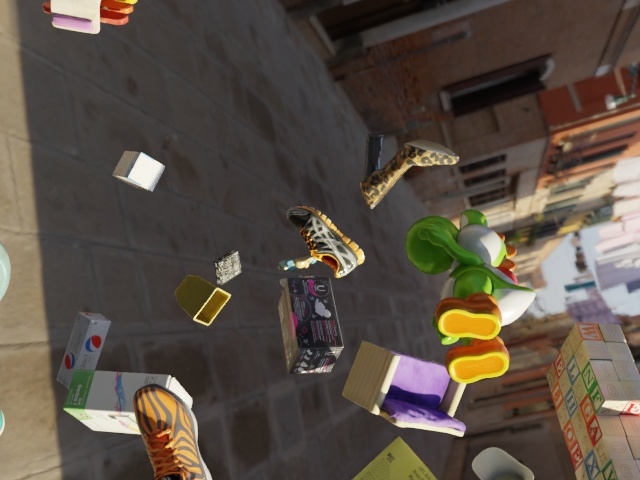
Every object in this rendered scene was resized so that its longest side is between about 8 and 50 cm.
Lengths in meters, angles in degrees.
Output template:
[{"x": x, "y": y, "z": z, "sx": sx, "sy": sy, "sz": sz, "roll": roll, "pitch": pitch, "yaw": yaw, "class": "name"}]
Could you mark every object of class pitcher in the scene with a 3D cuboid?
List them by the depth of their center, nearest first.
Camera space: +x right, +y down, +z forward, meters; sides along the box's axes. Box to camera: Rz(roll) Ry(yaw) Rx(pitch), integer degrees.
[{"x": 0.374, "y": 0.512, "z": 1.334, "sx": 0.125, "sy": 0.177, "sz": 0.207, "roll": -30, "pitch": 121, "yaw": -31, "class": "pitcher"}]

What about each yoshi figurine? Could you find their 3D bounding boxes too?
[{"x": 0.229, "y": 0.069, "z": 1.263, "sx": 0.203, "sy": 0.203, "sz": 0.362, "roll": 33, "pitch": 33, "yaw": -14, "class": "yoshi figurine"}]

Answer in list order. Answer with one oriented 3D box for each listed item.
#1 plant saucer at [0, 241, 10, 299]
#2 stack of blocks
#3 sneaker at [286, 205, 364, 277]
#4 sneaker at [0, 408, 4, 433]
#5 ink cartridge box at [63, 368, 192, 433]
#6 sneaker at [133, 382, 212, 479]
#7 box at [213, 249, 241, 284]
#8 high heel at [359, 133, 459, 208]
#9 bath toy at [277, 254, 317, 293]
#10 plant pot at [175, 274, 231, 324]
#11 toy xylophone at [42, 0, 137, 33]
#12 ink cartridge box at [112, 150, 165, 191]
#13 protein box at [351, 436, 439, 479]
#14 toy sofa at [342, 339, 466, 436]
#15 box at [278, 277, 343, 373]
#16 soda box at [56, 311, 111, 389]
[{"x": -0.734, "y": 0.083, "z": 1.549, "sx": 0.195, "sy": 0.037, "sz": 0.195, "roll": 10, "pitch": 90, "yaw": -71, "class": "plant saucer"}, {"x": 0.506, "y": 0.315, "z": 1.273, "sx": 0.297, "sy": 0.087, "sz": 0.171, "roll": -92, "pitch": -172, "yaw": -45, "class": "stack of blocks"}, {"x": 0.000, "y": 0.000, "z": 1.677, "sx": 0.215, "sy": 0.083, "sz": 0.084, "roll": 38, "pitch": -23, "yaw": 11, "class": "sneaker"}, {"x": -0.805, "y": 0.312, "z": 1.578, "sx": 0.296, "sy": 0.123, "sz": 0.178, "roll": 53, "pitch": -30, "yaw": 3, "class": "sneaker"}, {"x": -0.517, "y": 0.446, "z": 1.947, "sx": 0.201, "sy": 0.278, "sz": 0.117, "roll": 74, "pitch": 20, "yaw": -57, "class": "ink cartridge box"}, {"x": -0.328, "y": 0.475, "z": 1.559, "sx": 0.180, "sy": 0.124, "sz": 0.321, "roll": -69, "pitch": 133, "yaw": -84, "class": "sneaker"}, {"x": -0.248, "y": 0.071, "z": 1.908, "sx": 0.083, "sy": 0.018, "sz": 0.067, "roll": -36, "pitch": 128, "yaw": -48, "class": "box"}, {"x": 0.213, "y": -0.151, "z": 1.729, "sx": 0.093, "sy": 0.261, "sz": 0.186, "roll": -15, "pitch": 114, "yaw": -49, "class": "high heel"}, {"x": -0.047, "y": 0.227, "z": 2.445, "sx": 0.151, "sy": 0.129, "sz": 0.348, "roll": -166, "pitch": -114, "yaw": -66, "class": "bath toy"}, {"x": -0.254, "y": 0.116, "z": 1.498, "sx": 0.083, "sy": 0.081, "sz": 0.081, "roll": 36, "pitch": -4, "yaw": 21, "class": "plant pot"}, {"x": -0.484, "y": -0.586, "z": 1.671, "sx": 0.323, "sy": 0.236, "sz": 0.081, "roll": -59, "pitch": 160, "yaw": -45, "class": "toy xylophone"}, {"x": -0.563, "y": -0.215, "z": 2.196, "sx": 0.092, "sy": 0.143, "sz": 0.090, "roll": 32, "pitch": 79, "yaw": -38, "class": "ink cartridge box"}, {"x": 0.213, "y": 0.671, "z": 1.875, "sx": 0.136, "sy": 0.201, "sz": 0.200, "roll": 52, "pitch": -7, "yaw": -32, "class": "protein box"}, {"x": 0.240, "y": 0.372, "z": 1.783, "sx": 0.362, "sy": 0.177, "sz": 0.150, "roll": 24, "pitch": 87, "yaw": -47, "class": "toy sofa"}, {"x": -0.033, "y": 0.256, "z": 2.158, "sx": 0.163, "sy": 0.142, "sz": 0.247, "roll": 111, "pitch": -25, "yaw": -49, "class": "box"}, {"x": -0.685, "y": 0.318, "z": 2.069, "sx": 0.074, "sy": 0.069, "sz": 0.216, "roll": 13, "pitch": 100, "yaw": -53, "class": "soda box"}]
